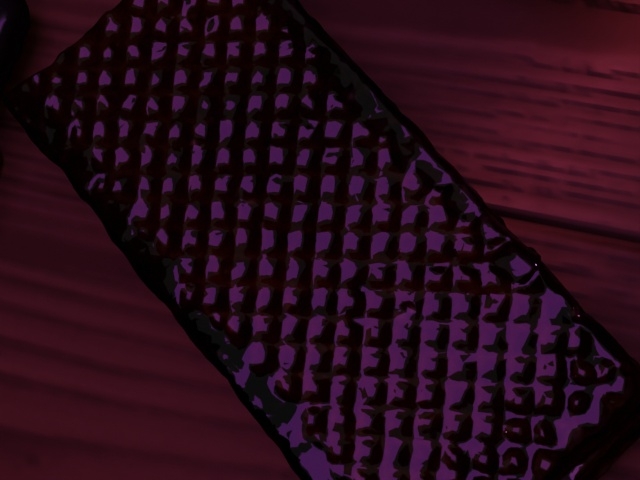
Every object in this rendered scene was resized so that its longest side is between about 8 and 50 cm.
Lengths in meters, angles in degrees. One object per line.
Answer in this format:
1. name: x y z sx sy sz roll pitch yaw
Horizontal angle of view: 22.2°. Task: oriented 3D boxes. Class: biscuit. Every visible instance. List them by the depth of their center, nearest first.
1. biscuit: 0.000 0.000 0.571 0.106 0.070 0.252 -42 69 4

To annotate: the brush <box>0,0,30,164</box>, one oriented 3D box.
1. brush: -0.196 0.042 0.636 0.070 0.051 0.323 18 85 18
